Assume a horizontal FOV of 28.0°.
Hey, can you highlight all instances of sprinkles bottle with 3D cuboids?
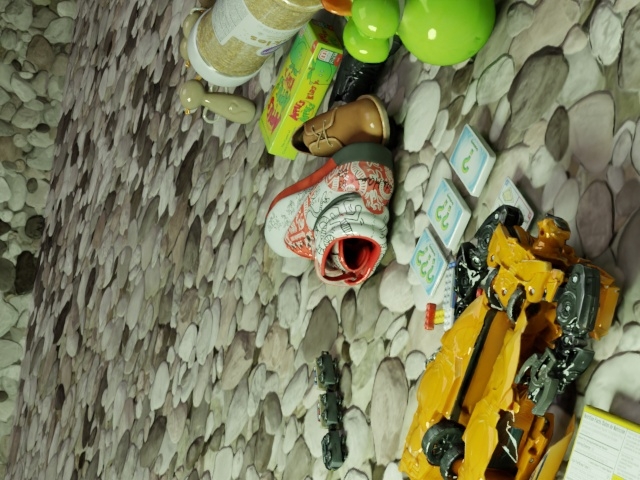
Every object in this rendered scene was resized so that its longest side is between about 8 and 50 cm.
[{"bbox_3d":[-0.087,-0.325,1.827,0.355,0.121,0.121,153,128,-66],"label":"sprinkles bottle"}]

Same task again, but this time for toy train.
[{"bbox_3d":[0.010,0.200,1.516,0.036,0.027,0.158,114,158,-48],"label":"toy train"}]

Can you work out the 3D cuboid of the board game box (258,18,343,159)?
[{"bbox_3d":[-0.029,-0.218,1.840,0.181,0.043,0.092,-63,26,26],"label":"board game box"}]

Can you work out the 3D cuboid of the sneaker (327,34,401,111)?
[{"bbox_3d":[0.054,-0.212,1.640,0.170,0.051,0.089,170,113,-70],"label":"sneaker"}]

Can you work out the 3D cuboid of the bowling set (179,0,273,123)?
[{"bbox_3d":[-0.168,-0.341,2.095,0.200,0.154,0.287,32,105,66],"label":"bowling set"}]

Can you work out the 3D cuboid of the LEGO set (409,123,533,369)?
[{"bbox_3d":[0.140,0.012,1.292,0.244,0.060,0.182,-113,39,-55],"label":"LEGO set"}]

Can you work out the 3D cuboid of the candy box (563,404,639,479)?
[{"bbox_3d":[0.248,0.198,0.958,0.206,0.027,0.105,18,89,67],"label":"candy box"}]

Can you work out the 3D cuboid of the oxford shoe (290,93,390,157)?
[{"bbox_3d":[0.023,-0.132,1.599,0.212,0.076,0.076,-13,91,67],"label":"oxford shoe"}]

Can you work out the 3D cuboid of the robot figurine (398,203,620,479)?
[{"bbox_3d":[0.163,0.114,1.120,0.211,0.085,0.291,49,123,58],"label":"robot figurine"}]

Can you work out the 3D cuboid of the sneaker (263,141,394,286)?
[{"bbox_3d":[-0.001,-0.001,1.579,0.270,0.090,0.145,-40,39,51],"label":"sneaker"}]

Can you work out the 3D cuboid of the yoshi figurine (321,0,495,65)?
[{"bbox_3d":[0.122,-0.317,1.454,0.203,0.203,0.362,-8,45,23],"label":"yoshi figurine"}]
